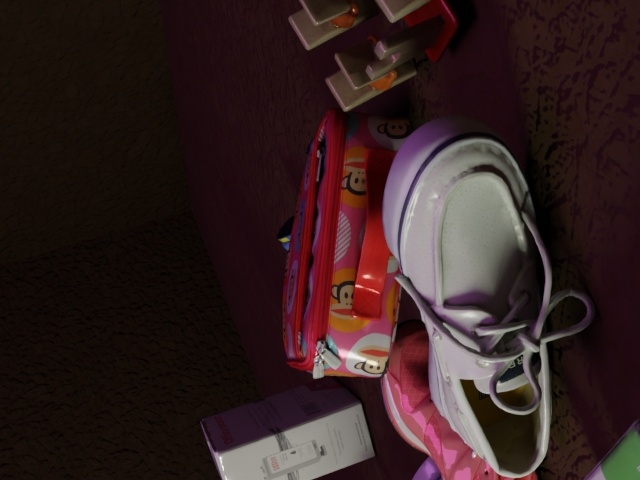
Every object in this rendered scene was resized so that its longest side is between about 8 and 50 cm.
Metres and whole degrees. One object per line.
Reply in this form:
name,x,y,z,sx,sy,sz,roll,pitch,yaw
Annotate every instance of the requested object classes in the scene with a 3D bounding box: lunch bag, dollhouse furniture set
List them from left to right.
lunch bag,0.034,0.007,0.995,0.258,0.120,0.293,145,131,-80
dollhouse furniture set,0.047,-0.282,0.810,0.259,0.135,0.262,59,166,7

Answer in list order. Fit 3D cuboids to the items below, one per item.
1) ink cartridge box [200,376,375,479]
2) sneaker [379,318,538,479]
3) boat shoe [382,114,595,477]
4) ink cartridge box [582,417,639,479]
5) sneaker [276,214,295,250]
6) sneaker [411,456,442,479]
ink cartridge box,-0.067,0.374,1.703,0.207,0.283,0.117,-156,50,-73
sneaker,0.174,0.221,0.962,0.314,0.116,0.136,67,152,11
boat shoe,0.148,0.077,0.755,0.156,0.136,0.367,-123,17,-51
ink cartridge box,0.250,0.238,0.559,0.289,0.121,0.211,94,155,-58
sneaker,0.000,0.000,1.462,0.082,0.069,0.209,42,165,-17
sneaker,0.173,0.344,1.143,0.091,0.094,0.258,39,153,32
